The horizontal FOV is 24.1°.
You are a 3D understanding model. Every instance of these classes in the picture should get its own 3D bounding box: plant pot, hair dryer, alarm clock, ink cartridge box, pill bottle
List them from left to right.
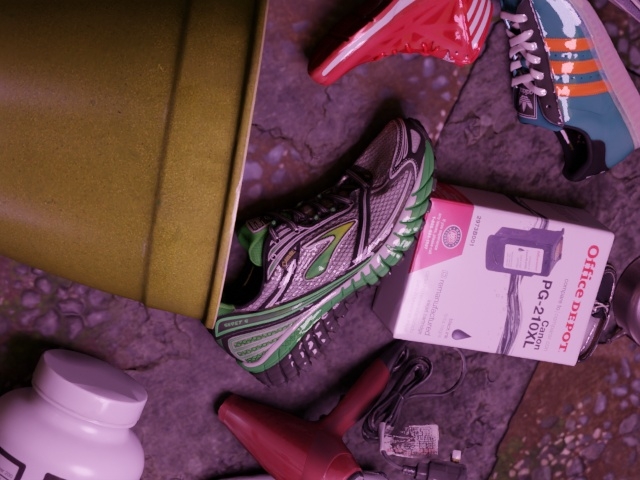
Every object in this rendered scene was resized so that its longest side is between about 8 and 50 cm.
[{"bbox_3d":[-0.309,0.290,1.650,0.181,0.181,0.323,22,100,-20],"label":"pill bottle"},{"bbox_3d":[-0.250,-0.121,1.474,0.353,0.366,0.366,9,104,-6],"label":"plant pot"},{"bbox_3d":[0.027,0.216,1.744,0.294,0.223,0.080,0,134,0],"label":"hair dryer"},{"bbox_3d":[0.201,0.037,1.751,0.237,0.100,0.172,10,104,-17],"label":"ink cartridge box"},{"bbox_3d":[0.438,0.060,1.846,0.129,0.064,0.192,19,98,-19],"label":"alarm clock"}]

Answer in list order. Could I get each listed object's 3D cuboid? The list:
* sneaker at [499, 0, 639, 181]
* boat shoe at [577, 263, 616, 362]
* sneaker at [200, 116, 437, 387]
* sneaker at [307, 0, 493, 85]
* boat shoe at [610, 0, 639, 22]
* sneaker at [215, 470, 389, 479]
[{"bbox_3d":[0.261,-0.194,1.692,0.121,0.108,0.302,-39,114,-5],"label":"sneaker"},{"bbox_3d":[0.333,0.090,1.837,0.046,0.038,0.125,22,100,-20],"label":"boat shoe"},{"bbox_3d":[0.000,0.000,1.669,0.146,0.134,0.343,37,95,-21],"label":"sneaker"},{"bbox_3d":[0.101,-0.216,1.656,0.221,0.087,0.128,-39,111,1],"label":"sneaker"},{"bbox_3d":[0.470,-0.244,1.705,0.340,0.158,0.127,23,100,-20],"label":"boat shoe"},{"bbox_3d":[-0.031,0.310,1.788,0.235,0.095,0.090,1,113,5],"label":"sneaker"}]
